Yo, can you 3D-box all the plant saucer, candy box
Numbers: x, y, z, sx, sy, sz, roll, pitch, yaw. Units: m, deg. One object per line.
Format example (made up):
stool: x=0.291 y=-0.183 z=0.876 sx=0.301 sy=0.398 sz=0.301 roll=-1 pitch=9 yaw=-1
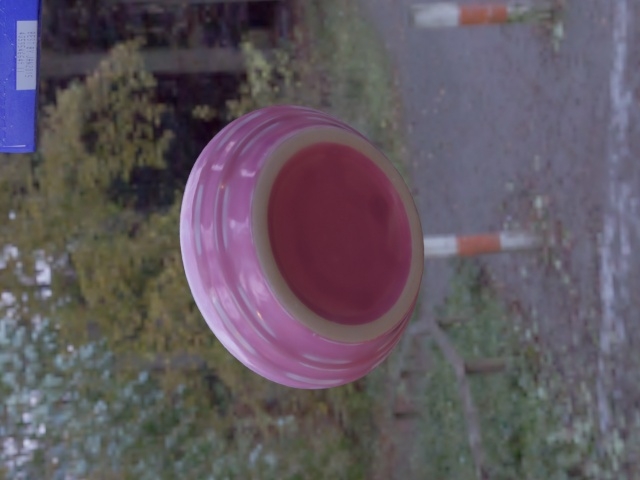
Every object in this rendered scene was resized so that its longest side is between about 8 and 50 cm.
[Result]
plant saucer: x=0.000 y=0.000 z=1.381 sx=0.084 sy=0.332 sz=0.332 roll=-19 pitch=71 yaw=50
candy box: x=-0.333 y=-0.283 z=1.140 sx=0.268 sy=0.122 sz=0.317 roll=111 pitch=149 yaw=-51
